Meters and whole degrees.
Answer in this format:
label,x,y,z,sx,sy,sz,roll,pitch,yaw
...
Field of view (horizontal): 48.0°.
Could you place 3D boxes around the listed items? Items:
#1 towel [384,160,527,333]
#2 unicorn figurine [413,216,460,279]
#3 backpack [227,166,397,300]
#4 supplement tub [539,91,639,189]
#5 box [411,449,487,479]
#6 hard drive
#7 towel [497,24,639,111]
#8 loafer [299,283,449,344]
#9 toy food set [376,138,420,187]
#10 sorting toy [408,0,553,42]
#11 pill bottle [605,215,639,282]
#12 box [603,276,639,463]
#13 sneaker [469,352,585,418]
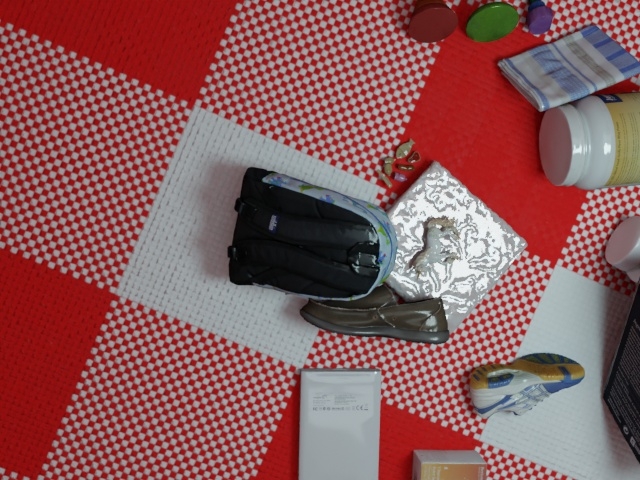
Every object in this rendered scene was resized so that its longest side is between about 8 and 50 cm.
label,x,y,z,sx,sy,sz,roll,pitch,yaw
towel,0.297,0.019,1.795,0.332,0.053,0.317,42,89,-7
unicorn figurine,0.281,0.024,1.745,0.111,0.060,0.162,3,78,-6
backpack,0.000,0.000,1.662,0.355,0.273,0.290,13,100,31
supplement tub,0.712,-0.239,1.726,0.316,0.228,0.229,-5,95,-5
box,0.324,0.608,1.822,0.170,0.091,0.130,2,94,-5
hard drive,0.047,0.477,1.812,0.202,0.040,0.308,1,94,-5
towel,0.599,-0.420,1.735,0.284,0.209,0.034,-21,139,-5
loafer,0.133,0.168,1.749,0.365,0.134,0.130,6,89,-1
toy food set,0.199,-0.188,1.789,0.122,0.019,0.078,-39,97,-9
sorting toy,0.384,-0.570,1.752,0.365,0.127,0.126,-3,65,-8
pill bottle,0.875,0.060,1.797,0.283,0.161,0.161,27,91,-7
box,0.975,0.280,1.657,0.479,0.297,0.472,-7,128,-4
sneaker,0.522,0.374,1.831,0.296,0.112,0.131,-7,112,-3
